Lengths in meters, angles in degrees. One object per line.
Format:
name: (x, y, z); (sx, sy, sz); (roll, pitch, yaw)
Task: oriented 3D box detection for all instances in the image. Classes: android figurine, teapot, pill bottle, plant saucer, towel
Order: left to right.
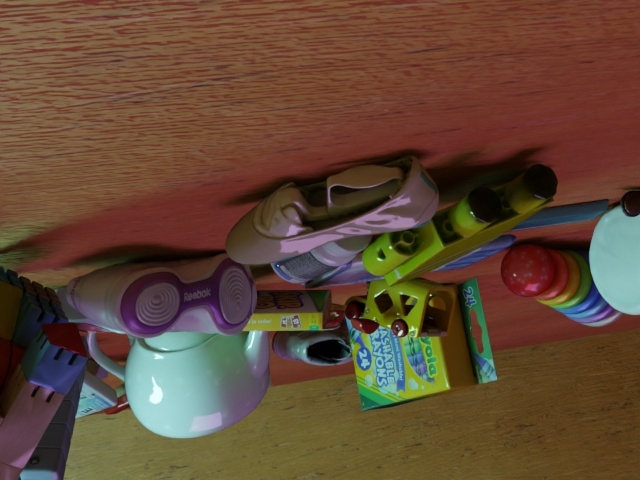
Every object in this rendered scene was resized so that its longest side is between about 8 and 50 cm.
teapot: (-0.214, 0.180, 1.834); (0.256, 0.187, 0.252); (-26, -151, -21)
pill bottle: (0.000, 0.000, 1.372); (0.078, 0.078, 0.137); (-3, 167, -32)
towel: (0.124, 0.028, 1.712); (0.285, 0.034, 0.209); (-7, 171, -16)
android figurine: (0.165, -0.015, 1.370); (0.248, 0.056, 0.273); (-22, 173, -24)
plant saucer: (0.320, -0.032, 1.655); (0.192, 0.018, 0.067); (-7, 168, -11)
pill bottle: (0.575, 0.018, 1.739); (0.301, 0.169, 0.169); (-4, 167, -29)

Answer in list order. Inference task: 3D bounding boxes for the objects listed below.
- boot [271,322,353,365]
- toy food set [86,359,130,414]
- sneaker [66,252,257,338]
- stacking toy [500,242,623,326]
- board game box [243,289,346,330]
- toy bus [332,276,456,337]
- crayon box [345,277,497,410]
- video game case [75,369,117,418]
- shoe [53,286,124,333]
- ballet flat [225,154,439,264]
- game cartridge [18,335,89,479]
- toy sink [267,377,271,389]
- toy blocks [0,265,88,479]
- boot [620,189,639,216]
boot: (0.030, 0.230, 2.413); (0.258, 0.095, 0.123); (1, -172, -40)
toy food set: (-0.424, 0.292, 2.376); (0.104, 0.111, 0.232); (-28, 162, 22)
sneaker: (-0.203, 0.065, 1.524); (0.152, 0.114, 0.305); (6, 180, 34)
stacking toy: (0.417, 0.071, 1.979); (0.141, 0.141, 0.330); (-18, 163, 35)
board game box: (-0.095, 0.104, 1.695); (0.259, 0.039, 0.124); (1, -167, 6)
toy bus: (0.122, 0.092, 1.863); (0.202, 0.104, 0.191); (11, -173, -6)
crayon box: (0.190, 0.208, 2.250); (0.083, 0.203, 0.323); (0, 165, -38)
video game case: (-0.565, 0.273, 2.018); (0.300, 0.036, 0.329); (-19, 151, 9)
shoe: (-0.340, 0.104, 1.638); (0.081, 0.063, 0.178); (-16, 162, 34)
ballet flat: (0.002, -0.038, 1.229); (0.248, 0.086, 0.086); (-14, 168, 13)
game cartridge: (-0.504, 0.216, 1.529); (0.355, 0.230, 0.068); (1, 142, 1)
toy sink: (-0.193, 0.246, 2.277); (0.234, 0.131, 0.152); (-19, 166, 36)
toy blocks: (-0.393, 0.150, 1.322); (0.190, 0.261, 0.381); (27, -173, -31)
boot: (0.485, -0.067, 1.573); (0.106, 0.037, 0.114); (-18, 179, -40)
